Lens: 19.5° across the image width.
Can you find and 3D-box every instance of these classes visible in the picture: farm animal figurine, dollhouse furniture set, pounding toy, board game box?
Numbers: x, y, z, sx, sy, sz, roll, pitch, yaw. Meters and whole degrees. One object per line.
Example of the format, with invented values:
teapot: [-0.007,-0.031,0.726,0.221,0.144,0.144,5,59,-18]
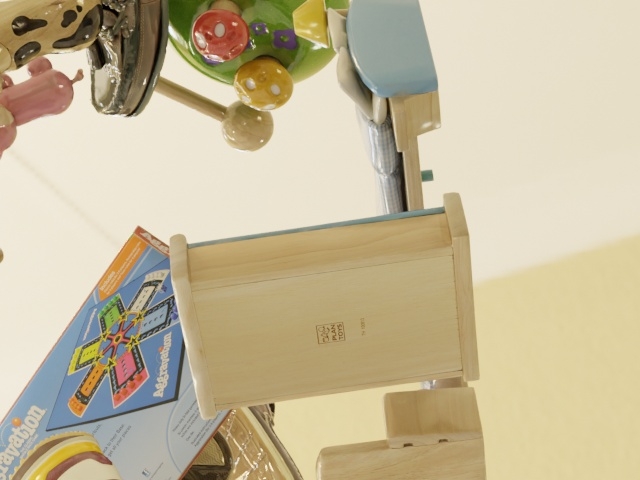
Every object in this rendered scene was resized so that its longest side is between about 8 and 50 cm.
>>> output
farm animal figurine: [-0.333,-0.084,1.514,0.326,0.172,0.330,9,-63,-38]
dollhouse furniture set: [0.000,0.000,1.402,0.198,0.303,0.286,-7,-49,0]
pounding toy: [-0.080,-0.167,1.707,0.183,0.110,0.237,24,-46,-16]
board game box: [-0.163,0.139,1.476,0.145,0.027,0.281,35,-73,-6]

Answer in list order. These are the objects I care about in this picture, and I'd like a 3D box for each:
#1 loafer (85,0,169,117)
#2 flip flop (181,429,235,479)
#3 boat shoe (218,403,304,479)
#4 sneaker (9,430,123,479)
loafer: [-0.183,-0.232,1.651,0.084,0.096,0.267,-9,-56,-37]
flip flop: [-0.201,0.256,1.774,0.277,0.112,0.080,-37,-18,13]
boat shoe: [-0.094,0.186,2.042,0.092,0.285,0.103,-16,-37,-42]
sneaker: [-0.179,0.211,1.167,0.069,0.084,0.185,5,-55,-43]
